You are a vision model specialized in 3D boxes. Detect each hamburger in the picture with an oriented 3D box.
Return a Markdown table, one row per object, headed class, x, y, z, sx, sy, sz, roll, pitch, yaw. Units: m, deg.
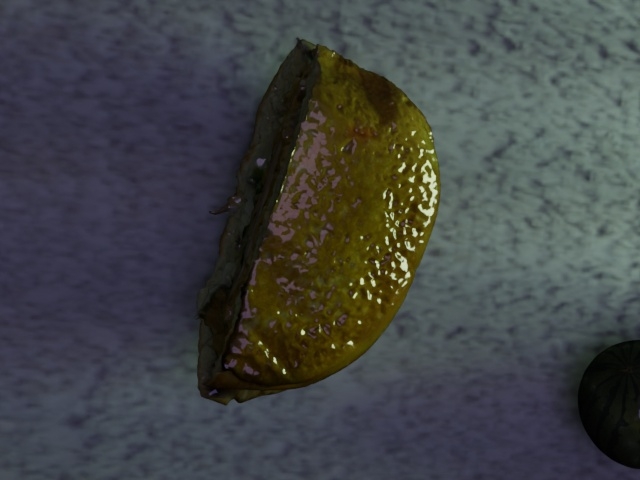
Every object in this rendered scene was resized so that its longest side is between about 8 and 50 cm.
| class | x | y | z | sx | sy | sz | roll | pitch | yaw |
| --- | --- | --- | --- | --- | --- | --- | --- | --- | --- |
| hamburger | 0.000 | 0.000 | 1.131 | 0.156 | 0.144 | 0.283 | 16 | 94 | -26 |

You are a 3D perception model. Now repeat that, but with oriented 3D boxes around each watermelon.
| class | x | y | z | sx | sy | sz | roll | pitch | yaw |
| --- | --- | --- | --- | --- | --- | --- | --- | --- | --- |
| watermelon | 0.271 | 0.146 | 1.243 | 0.105 | 0.105 | 0.133 | -28 | 131 | -10 |
